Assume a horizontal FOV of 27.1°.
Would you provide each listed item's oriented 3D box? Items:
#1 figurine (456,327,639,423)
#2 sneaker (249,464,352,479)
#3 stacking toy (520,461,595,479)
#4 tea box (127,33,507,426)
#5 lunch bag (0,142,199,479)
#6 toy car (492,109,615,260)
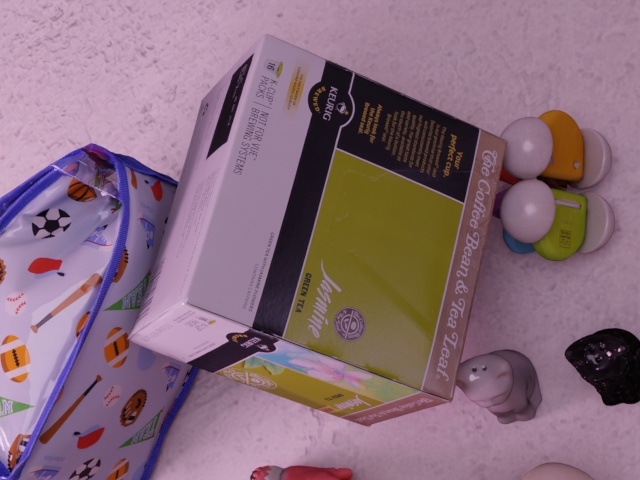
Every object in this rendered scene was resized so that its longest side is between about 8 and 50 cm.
[{"bbox_3d":[0.260,0.150,1.517,0.215,0.209,0.092,-12,76,15],"label":"figurine"},{"bbox_3d":[-0.015,0.320,1.527,0.136,0.314,0.115,-13,99,3],"label":"sneaker"},{"bbox_3d":[0.106,0.449,1.499,0.480,0.351,0.350,-14,76,31],"label":"stacking toy"},{"bbox_3d":[0.000,0.000,1.509,0.324,0.220,0.328,22,67,-17],"label":"tea box"},{"bbox_3d":[-0.285,0.086,1.634,0.239,0.328,0.385,27,90,21],"label":"lunch bag"},{"bbox_3d":[0.263,-0.061,1.605,0.136,0.159,0.181,-13,74,50],"label":"toy car"}]
